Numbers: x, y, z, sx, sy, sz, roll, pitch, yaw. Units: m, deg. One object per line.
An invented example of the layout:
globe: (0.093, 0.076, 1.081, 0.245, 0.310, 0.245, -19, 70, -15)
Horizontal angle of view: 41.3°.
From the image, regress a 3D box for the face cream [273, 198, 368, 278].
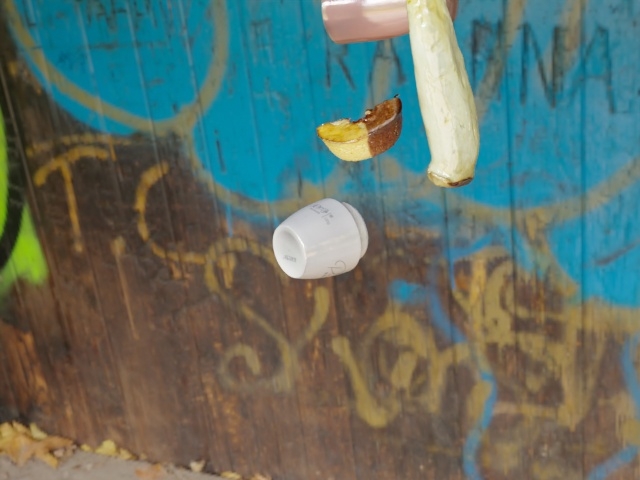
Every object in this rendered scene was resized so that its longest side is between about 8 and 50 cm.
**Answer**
face cream: (0.000, 0.000, 0.997, 0.095, 0.091, 0.091, -19, 24, -35)

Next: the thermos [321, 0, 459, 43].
thermos: (0.152, -0.498, 1.746, 0.265, 0.176, 0.146, 2, -10, 27)

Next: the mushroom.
mushroom: (0.203, -0.242, 1.388, 0.087, 0.333, 0.107, 0, 26, 30)

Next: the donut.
donut: (0.105, -0.253, 2.043, 0.217, 0.085, 0.141, -17, 36, 9)
